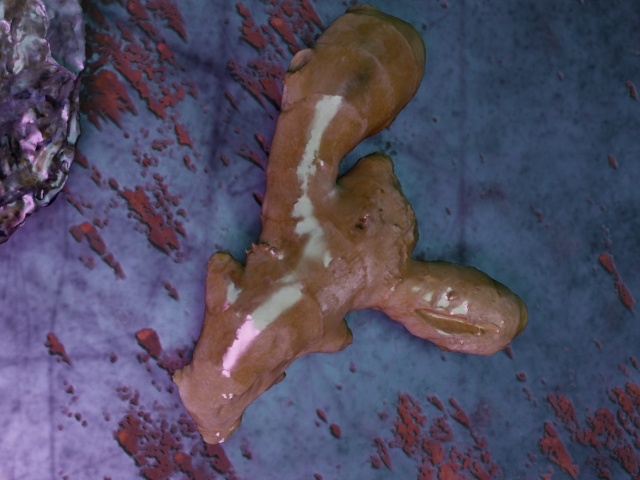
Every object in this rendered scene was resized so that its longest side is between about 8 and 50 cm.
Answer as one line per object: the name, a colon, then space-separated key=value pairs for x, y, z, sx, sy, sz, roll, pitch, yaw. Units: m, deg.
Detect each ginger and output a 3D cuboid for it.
ginger: x=0.002 y=-0.013 z=0.812 sx=0.348 sy=0.122 sz=0.363 roll=-23 pitch=104 yaw=-23

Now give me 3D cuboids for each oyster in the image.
oyster: x=-0.281 y=-0.142 z=0.740 sx=0.162 sy=0.158 sz=0.351 roll=35 pitch=66 yaw=-54
